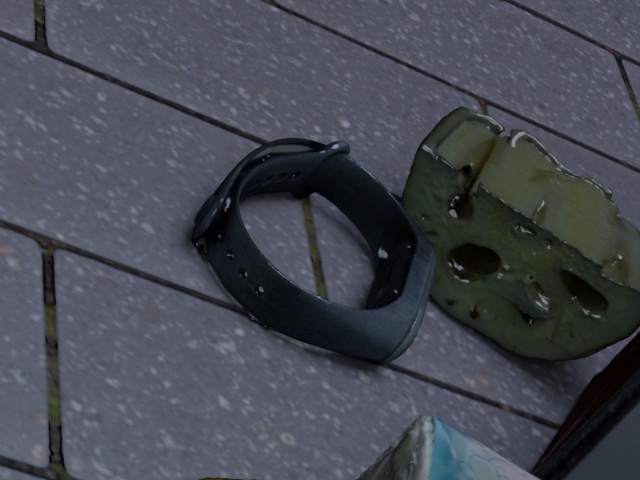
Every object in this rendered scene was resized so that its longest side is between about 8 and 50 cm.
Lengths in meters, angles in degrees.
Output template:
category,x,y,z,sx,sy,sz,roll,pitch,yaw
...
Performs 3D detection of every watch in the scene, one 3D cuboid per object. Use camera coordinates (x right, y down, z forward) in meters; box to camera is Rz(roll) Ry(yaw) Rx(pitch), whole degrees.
category,x,y,z,sx,sy,sz,roll,pitch,yaw
watch,0.000,0.000,1.561,0.193,0.068,0.206,35,34,-10

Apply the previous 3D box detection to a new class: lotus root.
category,x,y,z,sx,sy,sz,roll,pitch,yaw
lotus root,0.167,0.001,1.670,0.235,0.138,0.119,40,26,0

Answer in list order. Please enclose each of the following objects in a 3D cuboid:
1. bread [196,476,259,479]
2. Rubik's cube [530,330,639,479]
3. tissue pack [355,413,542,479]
category,x,y,z,sx,sy,sz,roll,pitch,yaw
bread,-0.015,0.307,1.115,0.166,0.112,0.383,6,45,-37
Rubik's cube,0.349,0.161,1.545,0.260,0.255,0.259,41,32,2
tissue pack,0.142,0.263,1.330,0.271,0.124,0.201,32,36,-15
